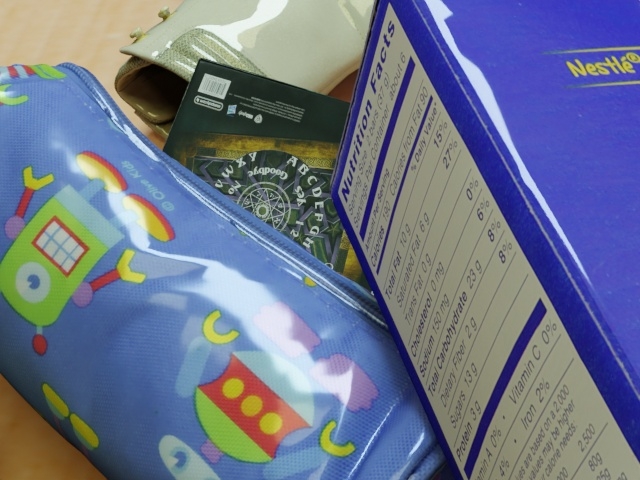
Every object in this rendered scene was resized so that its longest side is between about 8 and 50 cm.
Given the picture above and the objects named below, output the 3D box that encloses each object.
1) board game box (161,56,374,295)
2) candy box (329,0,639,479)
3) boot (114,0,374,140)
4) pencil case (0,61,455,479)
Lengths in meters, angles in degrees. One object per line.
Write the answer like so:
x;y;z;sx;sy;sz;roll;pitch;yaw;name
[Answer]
0.000;0.000;0.628;0.186;0.026;0.126;20;86;30;board game box
0.178;0.046;0.437;0.268;0.122;0.317;-4;49;-22;candy box
-0.055;-0.136;0.773;0.213;0.077;0.165;35;65;31;boot
-0.051;0.038;0.558;0.306;0.119;0.133;36;99;30;pencil case
